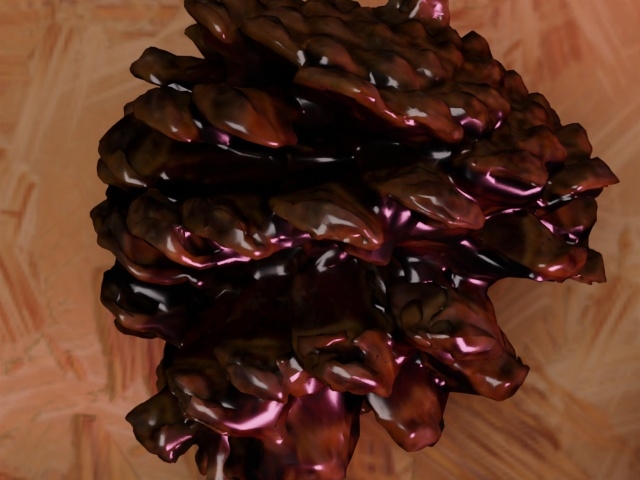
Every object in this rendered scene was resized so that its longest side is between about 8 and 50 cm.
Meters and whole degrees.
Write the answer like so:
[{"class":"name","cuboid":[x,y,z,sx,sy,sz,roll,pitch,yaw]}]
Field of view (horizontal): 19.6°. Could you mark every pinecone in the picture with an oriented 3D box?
[{"class":"pinecone","cuboid":[0.008,-0.005,0.872,0.243,0.243,0.257,26,131,5]}]
